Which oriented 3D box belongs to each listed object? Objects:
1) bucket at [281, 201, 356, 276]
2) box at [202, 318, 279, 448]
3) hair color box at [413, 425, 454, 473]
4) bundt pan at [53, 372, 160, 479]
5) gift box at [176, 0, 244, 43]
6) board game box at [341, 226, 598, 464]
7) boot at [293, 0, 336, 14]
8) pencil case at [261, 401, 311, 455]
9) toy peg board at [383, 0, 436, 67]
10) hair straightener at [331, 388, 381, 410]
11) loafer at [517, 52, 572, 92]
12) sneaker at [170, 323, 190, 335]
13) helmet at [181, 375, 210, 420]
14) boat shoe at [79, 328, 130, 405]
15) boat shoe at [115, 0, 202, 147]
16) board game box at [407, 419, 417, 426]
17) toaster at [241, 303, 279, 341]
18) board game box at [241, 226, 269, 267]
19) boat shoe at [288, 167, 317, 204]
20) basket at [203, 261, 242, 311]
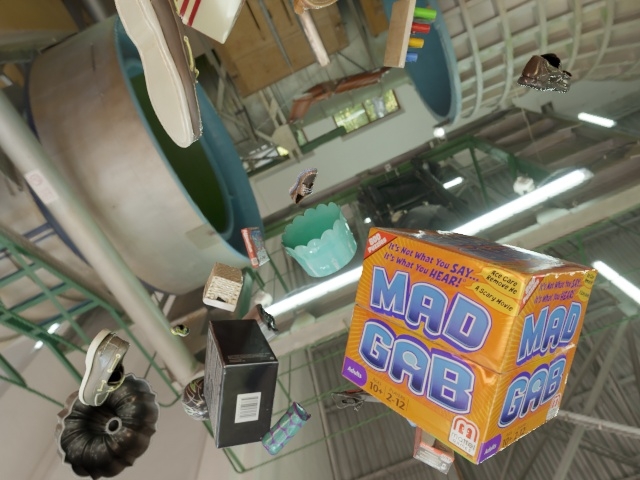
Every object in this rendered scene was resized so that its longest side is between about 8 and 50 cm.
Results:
[{"bbox_3d":[0.000,0.000,1.804,0.281,0.183,0.281,-24,-151,14],"label":"bucket"},{"bbox_3d":[-0.273,0.456,1.489,0.183,0.296,0.294,2,-163,-24],"label":"box"},{"bbox_3d":[0.309,0.545,1.219,0.093,0.053,0.167,24,-168,11],"label":"hair color box"},{"bbox_3d":[-0.701,0.590,1.463,0.124,0.330,0.331,-4,-148,40],"label":"bundt pan"},{"bbox_3d":[-0.267,-0.662,1.032,0.258,0.255,0.276,-53,-152,34],"label":"gift box"},{"bbox_3d":[0.321,0.186,1.000,0.356,0.356,0.357,2,-167,-42],"label":"board game box"},{"bbox_3d":[-0.017,-0.594,1.034,0.220,0.109,0.283,-15,-125,57],"label":"boot"},{"bbox_3d":[-0.099,0.525,1.255,0.151,0.064,0.070,-49,-178,8],"label":"pencil case"},{"bbox_3d":[0.234,-0.537,1.178,0.079,0.160,0.161,4,-158,-8],"label":"toy peg board"},{"bbox_3d":[0.131,0.581,1.655,0.230,0.047,0.089,-12,-154,34],"label":"hair straightener"},{"bbox_3d":[0.540,-0.394,1.049,0.080,0.078,0.220,31,-147,32],"label":"loafer"},{"bbox_3d":[-0.465,0.301,1.514,0.035,0.031,0.083,-36,158,13],"label":"sneaker"},{"bbox_3d":[-0.448,0.602,1.716,0.169,0.169,0.162,-9,-169,38],"label":"helmet"},{"bbox_3d":[-0.616,0.384,1.291,0.109,0.091,0.305,-69,-177,-59],"label":"boat shoe"},{"bbox_3d":[-0.299,-0.354,0.899,0.117,0.324,0.097,-2,-158,41],"label":"boat shoe"},{"bbox_3d":[0.313,0.364,1.424,0.308,0.302,0.086,-37,-177,-32],"label":"board game box"},{"bbox_3d":[-0.280,0.394,1.999,0.146,0.129,0.227,-41,-156,0],"label":"toaster"},{"bbox_3d":[-0.247,0.021,1.724,0.027,0.145,0.281,-16,-177,1],"label":"board game box"},{"bbox_3d":[-0.054,-0.194,1.618,0.066,0.066,0.183,-7,158,-28],"label":"boat shoe"},{"bbox_3d":[-0.333,0.155,1.551,0.167,0.113,0.103,-123,-126,-71],"label":"basket"}]
